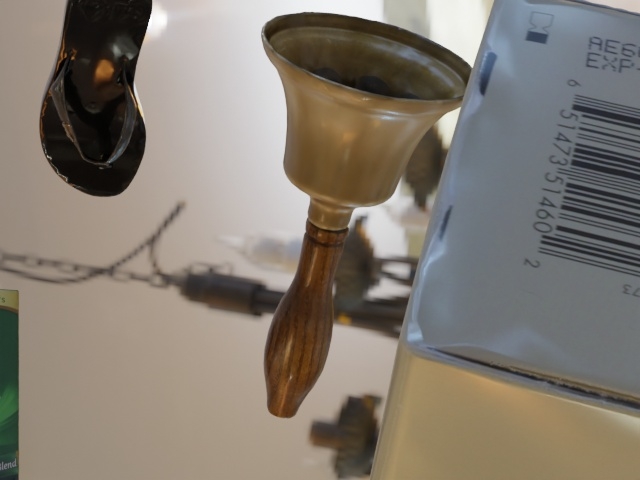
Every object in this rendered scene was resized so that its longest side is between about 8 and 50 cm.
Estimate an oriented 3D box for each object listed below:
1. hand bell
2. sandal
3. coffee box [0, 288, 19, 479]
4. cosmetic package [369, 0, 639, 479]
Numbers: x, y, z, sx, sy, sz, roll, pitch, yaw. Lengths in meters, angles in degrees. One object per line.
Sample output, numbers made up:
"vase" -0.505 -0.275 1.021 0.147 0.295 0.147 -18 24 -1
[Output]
"hand bell" 0.000 0.000 0.978 0.126 0.126 0.242 -25 -43 -53
"sandal" -0.200 -0.130 1.463 0.254 0.097 0.054 99 168 -45
"coffee box" -0.263 0.121 1.142 0.113 0.040 0.184 10 -105 -42
"cosmetic package" 0.078 0.078 0.606 0.309 0.113 0.160 96 -170 -53
